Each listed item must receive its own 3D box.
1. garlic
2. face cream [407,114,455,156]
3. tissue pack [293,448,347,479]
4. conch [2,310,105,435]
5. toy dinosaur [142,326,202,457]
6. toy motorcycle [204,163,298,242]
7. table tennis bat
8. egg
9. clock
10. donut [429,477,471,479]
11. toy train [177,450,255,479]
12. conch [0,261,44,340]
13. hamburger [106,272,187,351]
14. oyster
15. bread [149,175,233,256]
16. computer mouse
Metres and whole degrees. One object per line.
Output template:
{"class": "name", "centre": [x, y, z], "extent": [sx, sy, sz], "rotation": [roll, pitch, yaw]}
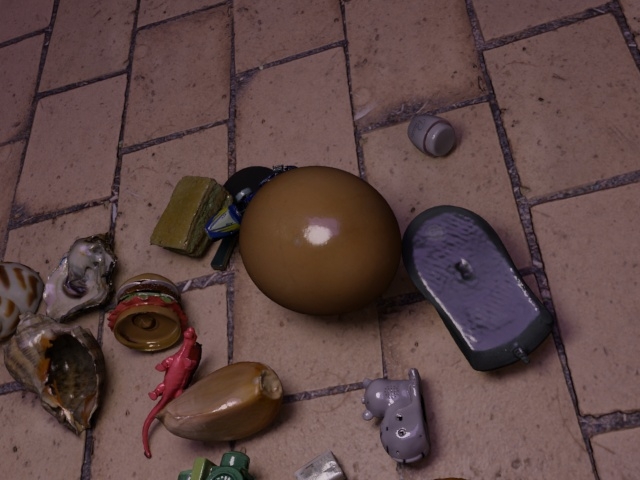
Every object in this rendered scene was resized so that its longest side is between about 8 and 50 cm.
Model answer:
{"class": "garlic", "centre": [-0.190, 0.317, 1.532], "extent": [0.244, 0.164, 0.146], "rotation": [-19, 73, -2]}
{"class": "face cream", "centre": [0.252, -0.241, 1.789], "extent": [0.091, 0.091, 0.095], "rotation": [-43, 45, -10]}
{"class": "tissue pack", "centre": [-0.001, 0.436, 1.455], "extent": [0.083, 0.042, 0.062], "rotation": [-33, 53, -2]}
{"class": "conch", "centre": [-0.563, 0.273, 1.727], "extent": [0.210, 0.159, 0.291], "rotation": [-33, 90, 8]}
{"class": "toy dinosaur", "centre": [-0.298, 0.302, 1.635], "extent": [0.070, 0.139, 0.286], "rotation": [22, 106, 9]}
{"class": "toy motorcycle", "centre": [-0.127, -0.090, 1.772], "extent": [0.315, 0.169, 0.113], "rotation": [-34, 85, -18]}
{"class": "table tennis bat", "centre": [-0.192, -0.060, 1.885], "extent": [0.173, 0.022, 0.301], "rotation": [5, 58, 24]}
{"class": "egg", "centre": [0.000, 0.000, 1.576], "extent": [0.373, 0.301, 0.301], "rotation": [3, 55, 52]}
{"class": "clock", "centre": [0.136, 0.328, 1.450], "extent": [0.117, 0.080, 0.176], "rotation": [-13, 53, 12]}
{"class": "donut", "centre": [0.205, 0.528, 1.266], "extent": [0.277, 0.108, 0.278], "rotation": [-10, 54, 14]}
{"class": "toy train", "centre": [-0.227, 0.559, 1.404], "extent": [0.237, 0.150, 0.369], "rotation": [-6, 53, 25]}
{"class": "conch", "centre": [-0.786, 0.151, 1.897], "extent": [0.182, 0.149, 0.275], "rotation": [-25, 49, 10]}
{"class": "hamburger", "centre": [-0.375, 0.149, 1.730], "extent": [0.175, 0.175, 0.137], "rotation": [-15, 47, 12]}
{"class": "oyster", "centre": [-0.573, 0.095, 1.895], "extent": [0.222, 0.083, 0.214], "rotation": [-34, 48, 4]}
{"class": "bread", "centre": [-0.304, -0.053, 1.859], "extent": [0.138, 0.102, 0.196], "rotation": [8, 68, 45]}
{"class": "computer mouse", "centre": [0.299, 0.095, 1.521], "extent": [0.188, 0.122, 0.371], "rotation": [-32, 58, 2]}
